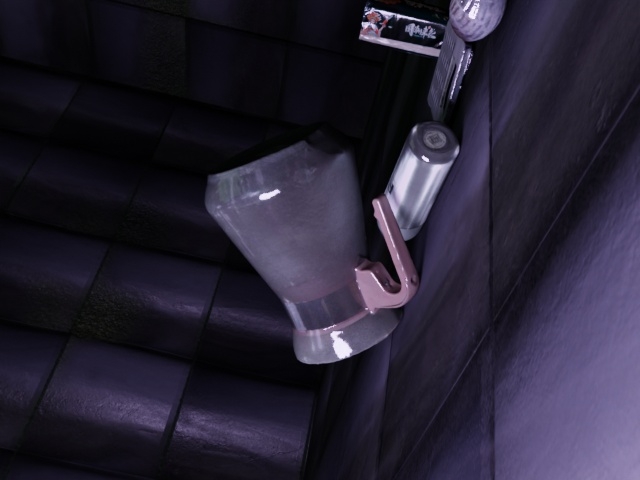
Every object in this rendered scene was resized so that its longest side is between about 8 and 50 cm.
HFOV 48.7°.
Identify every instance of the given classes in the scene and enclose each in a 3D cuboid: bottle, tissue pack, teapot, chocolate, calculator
[{"bbox_3d":[0.146,-0.086,1.094,0.254,0.079,0.096,105,-172,-58],"label":"bottle"},{"bbox_3d":[0.166,-0.418,1.374,0.103,0.170,0.091,-75,-1,-55],"label":"tissue pack"},{"bbox_3d":[0.000,0.000,1.134,0.253,0.300,0.344,-39,-68,-42],"label":"teapot"},{"bbox_3d":[0.209,-0.328,0.885,0.072,0.072,0.167,-79,4,-53],"label":"chocolate"},{"bbox_3d":[0.215,-0.276,1.192,0.262,0.021,0.161,-79,2,-65],"label":"calculator"}]
